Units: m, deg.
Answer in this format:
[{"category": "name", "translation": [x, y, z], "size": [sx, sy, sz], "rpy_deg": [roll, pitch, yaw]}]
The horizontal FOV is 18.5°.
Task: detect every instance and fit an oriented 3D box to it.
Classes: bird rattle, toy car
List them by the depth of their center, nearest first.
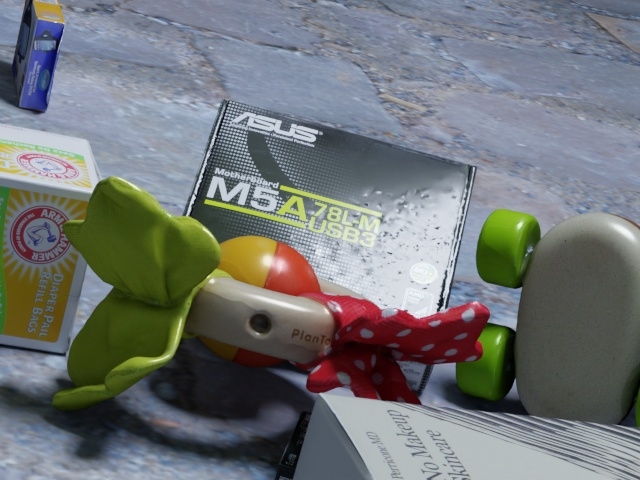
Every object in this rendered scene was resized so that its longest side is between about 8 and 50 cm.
[{"category": "bird rattle", "translation": [-0.029, 0.035, 1.170], "size": [0.253, 0.143, 0.207], "rpy_deg": [6, 10, -4]}, {"category": "toy car", "translation": [0.203, 0.056, 1.340], "size": [0.155, 0.149, 0.188], "rpy_deg": [12, 4, 25]}]

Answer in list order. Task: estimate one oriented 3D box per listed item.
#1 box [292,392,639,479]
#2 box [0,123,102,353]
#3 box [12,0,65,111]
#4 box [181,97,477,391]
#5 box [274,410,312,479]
[{"category": "box", "translation": [0.127, 0.156, 1.036], "size": [0.275, 0.094, 0.113], "rpy_deg": [8, 20, -22]}, {"category": "box", "translation": [-0.246, -0.014, 1.212], "size": [0.203, 0.114, 0.103], "rpy_deg": [11, 19, -16]}, {"category": "box", "translation": [-0.245, -0.167, 1.704], "size": [0.028, 0.081, 0.136], "rpy_deg": [10, 19, -14]}, {"category": "box", "translation": [0.000, 0.000, 1.343], "size": [0.191, 0.045, 0.184], "rpy_deg": [16, 51, 1]}, {"category": "box", "translation": [0.012, 0.131, 1.141], "size": [0.067, 0.018, 0.083], "rpy_deg": [16, 18, 3]}]
